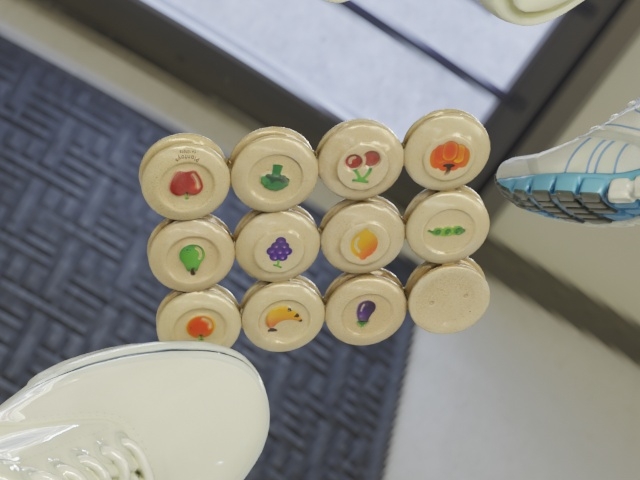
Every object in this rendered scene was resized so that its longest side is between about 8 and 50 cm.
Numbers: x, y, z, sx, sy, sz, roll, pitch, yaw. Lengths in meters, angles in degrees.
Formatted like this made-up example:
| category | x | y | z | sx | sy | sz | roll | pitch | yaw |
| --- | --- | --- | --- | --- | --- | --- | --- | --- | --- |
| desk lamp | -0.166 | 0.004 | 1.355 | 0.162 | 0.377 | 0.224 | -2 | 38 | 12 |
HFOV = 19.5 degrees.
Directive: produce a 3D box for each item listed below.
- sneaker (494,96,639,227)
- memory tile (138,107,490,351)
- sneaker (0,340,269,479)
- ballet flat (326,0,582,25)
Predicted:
| category | x | y | z | sx | sy | sz | roll | pitch | yaw |
| --- | --- | --- | --- | --- | --- | --- | --- | --- | --- |
| sneaker | 0.185 | -0.055 | 1.028 | 0.071 | 0.190 | 0.083 | 22 | 67 | -53 |
| memory tile | 0.000 | 0.000 | 0.788 | 0.148 | 0.113 | 0.012 | -7 | 34 | -7 |
| sneaker | -0.110 | 0.108 | 0.712 | 0.258 | 0.091 | 0.094 | -24 | 103 | -36 |
| ballet flat | 0.044 | -0.160 | 0.769 | 0.409 | 0.147 | 0.147 | 8 | 41 | -14 |
